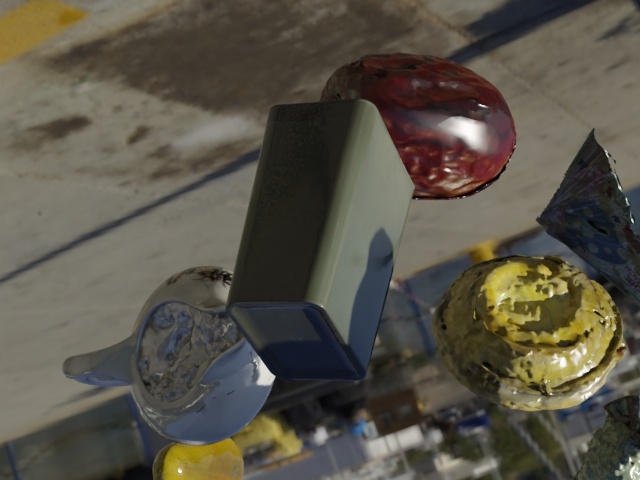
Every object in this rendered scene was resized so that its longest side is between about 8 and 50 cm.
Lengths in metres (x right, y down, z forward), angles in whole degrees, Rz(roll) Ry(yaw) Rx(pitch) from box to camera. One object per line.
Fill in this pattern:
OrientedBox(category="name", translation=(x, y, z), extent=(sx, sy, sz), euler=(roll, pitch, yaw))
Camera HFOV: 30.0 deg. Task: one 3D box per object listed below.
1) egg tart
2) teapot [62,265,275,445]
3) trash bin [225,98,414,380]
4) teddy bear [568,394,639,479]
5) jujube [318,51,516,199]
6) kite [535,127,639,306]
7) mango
OrientedBox(category="egg tart", translation=(0.294, 0.113, 1.678), extent=(0.279, 0.279, 0.095), euler=(-17, 143, -15))
OrientedBox(category="teapot", translation=(-0.162, 0.139, 1.402), extent=(0.299, 0.208, 0.166), euler=(-17, 169, 27))
OrientedBox(category="trash bin", translation=(0.000, 0.000, 1.200), extent=(0.122, 0.240, 0.164), euler=(-2, 143, 23))
OrientedBox(category="teddy bear", translation=(0.273, 0.251, 1.150), extent=(0.111, 0.213, 0.133), euler=(-4, -157, 7))
OrientedBox(category="jujube", translation=(0.122, -0.143, 1.460), extent=(0.243, 0.183, 0.183), euler=(12, 154, -29))
OrientedBox(category="kite", translation=(0.451, -0.004, 1.793), extent=(0.014, 0.406, 0.368), euler=(-43, -150, -21))
OrientedBox(category="mango", translation=(-0.162, 0.298, 1.555), extent=(0.076, 0.103, 0.161), euler=(5, 173, 31))
